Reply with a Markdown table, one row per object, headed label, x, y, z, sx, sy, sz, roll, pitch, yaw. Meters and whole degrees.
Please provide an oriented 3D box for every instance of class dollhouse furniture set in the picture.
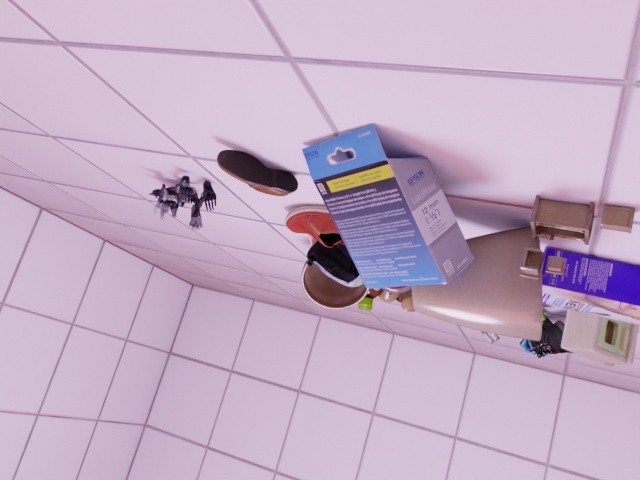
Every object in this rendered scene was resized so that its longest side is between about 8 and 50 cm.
| label | x | y | z | sx | sy | sz | roll | pitch | yaw |
| --- | --- | --- | --- | --- | --- | --- | --- | --- | --- |
| dollhouse furniture set | 0.504 | 0.015 | 1.239 | 0.182 | 0.161 | 0.101 | 11 | 166 | 26 |

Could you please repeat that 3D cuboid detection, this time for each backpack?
| label | x | y | z | sx | sy | sz | roll | pitch | yaw |
| --- | --- | --- | --- | --- | --- | --- | --- | --- | --- |
| backpack | 0.068 | 0.055 | 1.858 | 0.182 | 0.152 | 0.115 | 40 | -172 | 28 |

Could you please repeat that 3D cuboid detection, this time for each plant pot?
| label | x | y | z | sx | sy | sz | roll | pitch | yaw |
| --- | --- | --- | --- | --- | --- | --- | --- | --- | --- |
| plant pot | 0.351 | 0.097 | 1.429 | 0.274 | 0.256 | 0.256 | -1 | 162 | 14 |
| plant pot | 0.054 | 0.112 | 2.170 | 0.237 | 0.237 | 0.109 | 18 | -154 | -6 |

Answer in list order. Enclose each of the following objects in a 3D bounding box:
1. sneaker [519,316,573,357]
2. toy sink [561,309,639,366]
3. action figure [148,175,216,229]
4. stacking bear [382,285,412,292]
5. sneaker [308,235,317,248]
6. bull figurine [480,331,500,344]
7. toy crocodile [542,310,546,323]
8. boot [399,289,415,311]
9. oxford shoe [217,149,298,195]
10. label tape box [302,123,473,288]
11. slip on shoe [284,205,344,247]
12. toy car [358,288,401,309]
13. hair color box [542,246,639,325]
| label | x | y | z | sx | sy | sz | roll | pitch | yaw |
| --- | --- | --- | --- | --- | --- | --- | --- | --- | --- |
| sneaker | 0.785 | 0.351 | 2.132 | 0.125 | 0.140 | 0.341 | 47 | 179 | 5 |
| toy sink | 0.881 | 0.293 | 1.931 | 0.234 | 0.152 | 0.131 | 23 | 165 | -23 |
| action figure | -0.421 | -0.111 | 1.897 | 0.164 | 0.140 | 0.276 | 11 | 169 | -29 |
| stacking bear | 0.220 | 0.072 | 1.822 | 0.175 | 0.164 | 0.289 | -8 | 172 | 7 |
| sneaker | 0.000 | 0.000 | 2.008 | 0.065 | 0.061 | 0.158 | 8 | 166 | 7 |
| bull figurine | 0.581 | 0.270 | 2.237 | 0.188 | 0.101 | 0.310 | 51 | -176 | 15 |
| toy crocodile | 0.643 | 0.229 | 2.074 | 0.115 | 0.105 | 0.341 | -36 | 142 | 28 |
| boot | 0.404 | 0.163 | 2.056 | 0.295 | 0.104 | 0.211 | -6 | -167 | 14 |
| oxford shoe | -0.163 | -0.152 | 1.521 | 0.212 | 0.076 | 0.076 | 23 | 149 | -28 |
| label tape box | 0.133 | -0.075 | 1.311 | 0.249 | 0.115 | 0.347 | -9 | 110 | 54 |
| slip on shoe | 0.011 | -0.034 | 1.765 | 0.331 | 0.101 | 0.123 | 4 | 163 | 47 |
| toy car | 0.235 | 0.173 | 2.247 | 0.188 | 0.155 | 0.149 | 6 | 166 | 5 |
| hair color box | 0.708 | 0.122 | 1.551 | 0.339 | 0.110 | 0.185 | 11 | 165 | 15 |
